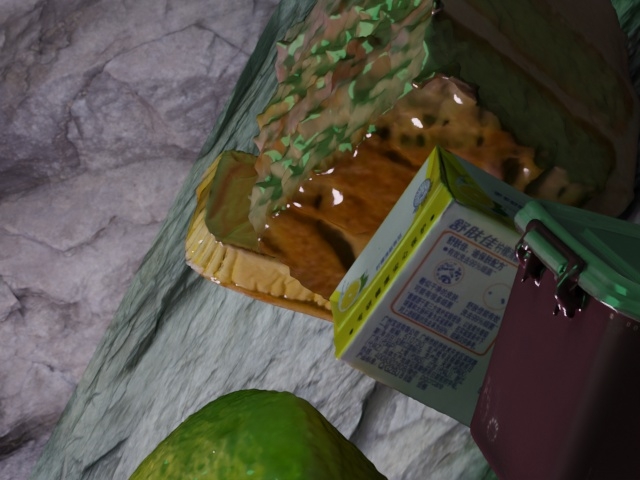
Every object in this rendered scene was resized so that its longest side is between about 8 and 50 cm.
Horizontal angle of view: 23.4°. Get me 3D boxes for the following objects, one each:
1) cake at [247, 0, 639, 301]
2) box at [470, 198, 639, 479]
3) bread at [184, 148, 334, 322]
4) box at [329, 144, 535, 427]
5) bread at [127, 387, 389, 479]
[{"bbox_3d":[0.118,-0.118,1.492,0.314,0.293,0.307,-34,34,37],"label":"cake"},{"bbox_3d":[0.242,0.101,0.956,0.193,0.294,0.168,-119,46,-67],"label":"box"},{"bbox_3d":[0.000,0.000,1.666,0.119,0.288,0.153,115,170,-62],"label":"bread"},{"bbox_3d":[0.159,0.065,1.220,0.168,0.265,0.097,-58,18,20],"label":"box"},{"bbox_3d":[-0.035,0.324,1.306,0.348,0.307,0.348,-37,33,28],"label":"bread"}]
